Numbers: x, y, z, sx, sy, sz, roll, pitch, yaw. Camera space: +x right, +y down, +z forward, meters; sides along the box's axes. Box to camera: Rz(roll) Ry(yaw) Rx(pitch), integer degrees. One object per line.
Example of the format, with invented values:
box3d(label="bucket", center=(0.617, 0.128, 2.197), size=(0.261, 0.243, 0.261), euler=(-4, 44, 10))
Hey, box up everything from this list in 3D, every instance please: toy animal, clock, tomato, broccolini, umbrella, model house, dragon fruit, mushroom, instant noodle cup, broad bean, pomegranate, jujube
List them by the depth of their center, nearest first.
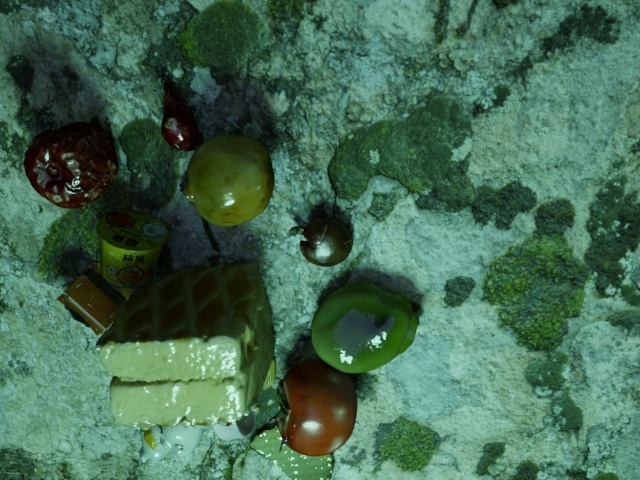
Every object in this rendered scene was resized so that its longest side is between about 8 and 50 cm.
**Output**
box3d(label="pomegranate", center=(-0.216, -0.145, 1.658), size=(0.233, 0.233, 0.233), euler=(3, 112, 7))
box3d(label="dragon fruit", center=(-0.364, -0.306, 1.690), size=(0.094, 0.094, 0.190), euler=(-20, 103, 15))
box3d(label="jujube", center=(-0.608, -0.190, 1.693), size=(0.213, 0.232, 0.213), euler=(1, 109, 4))
box3d(label="mushroom", center=(0.000, 0.000, 1.761), size=(0.171, 0.080, 0.135), euler=(16, 103, -1))
box3d(label="instant noodle cup", center=(-0.503, 0.028, 1.802), size=(0.182, 0.182, 0.144), euler=(19, 123, 1))
box3d(label="broad bean", center=(0.113, 0.229, 1.806), size=(0.291, 0.119, 0.238), euler=(-23, 95, 11))
box3d(label="broccolini", center=(-0.312, -0.068, 1.809), size=(0.044, 0.042, 0.218), euler=(-19, 114, 14))
box3d(label="tomato", center=(-0.015, 0.455, 1.856), size=(0.225, 0.256, 0.255), euler=(8, 113, -12))
box3d(label="umbrella", center=(-0.578, -0.035, 1.864), size=(0.022, 0.022, 0.149), euler=(-32, 108, 14))
box3d(label="model house", center=(-0.633, 0.200, 1.902), size=(0.207, 0.136, 0.219), euler=(-39, 101, 18))
box3d(label="clock", center=(-0.244, 0.457, 1.914), size=(0.068, 0.197, 0.196), euler=(-10, 110, 13))
box3d(label="toy animal", center=(-0.421, 0.526, 1.952), size=(0.208, 0.154, 0.325), euler=(48, 122, 16))

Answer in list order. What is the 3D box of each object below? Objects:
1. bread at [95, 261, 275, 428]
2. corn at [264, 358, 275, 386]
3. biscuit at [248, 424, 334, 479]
box3d(label="bread", center=(-0.323, 0.266, 1.754), size=(0.371, 0.390, 0.279), euler=(-5, 115, 12))
box3d(label="corn", center=(-0.147, 0.378, 1.955), size=(0.037, 0.037, 0.092), euler=(5, 109, 6))
box3d(label="biscuit", center=(-0.063, 0.639, 2.047), size=(0.273, 0.036, 0.187), euler=(42, 111, -8))
